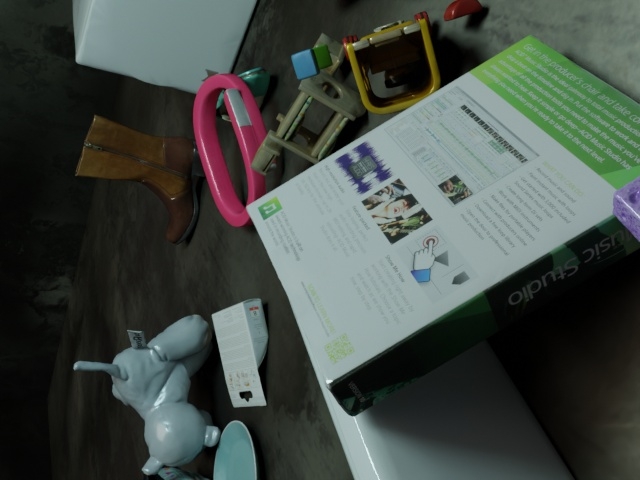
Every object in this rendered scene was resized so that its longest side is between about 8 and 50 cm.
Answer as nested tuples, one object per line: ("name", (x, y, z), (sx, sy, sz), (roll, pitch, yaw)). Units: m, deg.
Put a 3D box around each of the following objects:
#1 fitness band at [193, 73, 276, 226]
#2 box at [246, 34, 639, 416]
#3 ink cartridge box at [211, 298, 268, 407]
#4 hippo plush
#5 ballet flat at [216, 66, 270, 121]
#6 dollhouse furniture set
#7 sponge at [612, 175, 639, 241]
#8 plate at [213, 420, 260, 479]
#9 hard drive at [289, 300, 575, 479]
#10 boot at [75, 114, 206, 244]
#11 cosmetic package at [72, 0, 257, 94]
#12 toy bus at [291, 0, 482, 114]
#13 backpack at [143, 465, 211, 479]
("fitness band", (-0.164, -0.169, 1.211), (0.209, 0.054, 0.291), (-32, 74, 58))
("box", (0.112, -0.031, 0.545), (0.322, 0.058, 0.232), (-31, 43, 2))
("ink cartridge box", (-0.132, 0.203, 1.157), (0.145, 0.045, 0.179), (-25, 79, 56))
("hippo plush", (-0.269, 0.294, 1.228), (0.237, 0.234, 0.294), (54, 166, 16))
("ballet flat", (-0.159, -0.283, 1.297), (0.247, 0.083, 0.087), (6, 112, 61))
("dollhouse furniture set", (-0.010, -0.195, 1.010), (0.182, 0.101, 0.161), (-50, 17, 44))
("sponge", (0.282, 0.018, 0.363), (0.117, 0.031, 0.210), (-28, 50, 1))
("plate", (-0.140, 0.407, 1.112), (0.188, 0.024, 0.188), (-27, 58, 56))
("hard drive", (0.092, 0.129, 0.583), (0.040, 0.203, 0.308), (-60, 35, 31))
("boot", (-0.412, -0.129, 1.481), (0.096, 0.280, 0.264), (54, 128, 52))
("cosmetic package", (-0.359, -0.583, 1.463), (0.327, 0.329, 0.394), (-62, 35, 31))
("toy bus", (0.090, -0.208, 0.777), (0.191, 0.202, 0.104), (5, 117, 54))
("backpack", (-0.263, 0.499, 1.215), (0.182, 0.115, 0.152), (-16, 80, 58))
